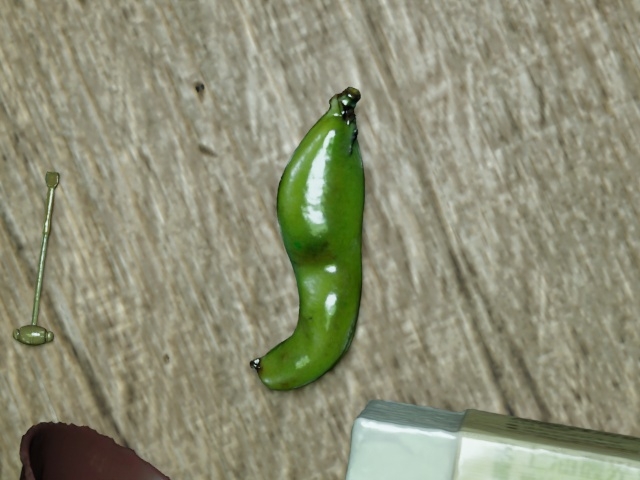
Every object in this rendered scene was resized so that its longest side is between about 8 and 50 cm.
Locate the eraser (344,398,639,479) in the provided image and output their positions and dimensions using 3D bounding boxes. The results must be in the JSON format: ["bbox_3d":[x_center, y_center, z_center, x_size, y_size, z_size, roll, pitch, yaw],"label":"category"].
[{"bbox_3d":[0.189,0.169,1.278,0.343,0.144,0.078,10,91,6],"label":"eraser"}]

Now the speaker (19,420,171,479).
[{"bbox_3d":[-0.179,0.315,1.335,0.259,0.198,0.329,25,110,-33],"label":"speaker"}]

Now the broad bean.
[{"bbox_3d":[0.000,0.000,1.345,0.070,0.048,0.213,11,93,4],"label":"broad bean"}]

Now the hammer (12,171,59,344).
[{"bbox_3d":[-0.195,0.013,1.380,0.029,0.014,0.122,7,88,-3],"label":"hammer"}]
